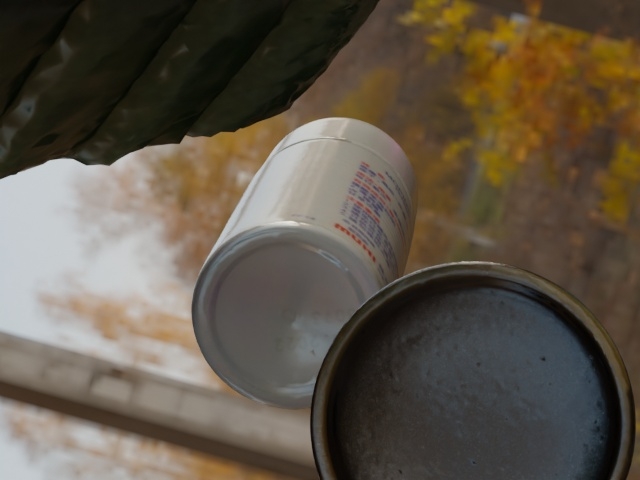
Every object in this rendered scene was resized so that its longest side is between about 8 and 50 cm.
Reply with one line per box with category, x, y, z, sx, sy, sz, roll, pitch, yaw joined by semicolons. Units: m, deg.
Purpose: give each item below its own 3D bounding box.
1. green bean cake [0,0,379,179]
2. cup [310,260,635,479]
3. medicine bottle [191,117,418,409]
green bean cake;-0.149;-0.169;0.700;0.308;0.300;0.169;-15;-20;-40
cup;0.060;0.129;1.076;0.239;0.166;0.177;-38;-12;1
medicine bottle;0.000;0.000;1.394;0.341;0.130;0.130;-67;-8;-71
